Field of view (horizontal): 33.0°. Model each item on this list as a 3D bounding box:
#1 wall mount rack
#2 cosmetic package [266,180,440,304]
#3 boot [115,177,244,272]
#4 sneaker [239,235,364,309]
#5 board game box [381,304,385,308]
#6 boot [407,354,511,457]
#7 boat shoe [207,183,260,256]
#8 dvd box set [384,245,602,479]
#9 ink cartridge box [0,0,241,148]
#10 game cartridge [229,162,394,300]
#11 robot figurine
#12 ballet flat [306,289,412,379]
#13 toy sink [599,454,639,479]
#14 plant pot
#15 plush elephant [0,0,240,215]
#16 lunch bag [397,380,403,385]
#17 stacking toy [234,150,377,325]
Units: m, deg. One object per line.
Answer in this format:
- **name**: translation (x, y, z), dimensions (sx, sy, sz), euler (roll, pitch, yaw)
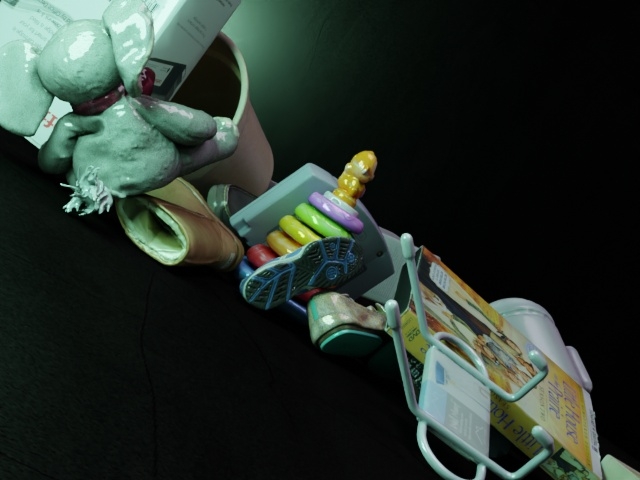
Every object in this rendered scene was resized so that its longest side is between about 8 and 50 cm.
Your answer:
- **wall mount rack**: translation (0.184, 0.165, 1.493), dimensions (0.304, 0.130, 0.350), euler (38, 25, -9)
- **cosmetic package**: translation (0.045, 0.017, 2.403), dimensions (0.385, 0.156, 0.217), euler (24, 4, -36)
- **boot**: translation (-0.235, -0.042, 1.606), dimensions (0.236, 0.089, 0.269), euler (36, 5, 14)
- **sneaker**: translation (-0.031, 0.043, 1.671), dimensions (0.081, 0.211, 0.080), euler (4, -70, 66)
- **board game box**: translation (0.277, 0.267, 2.466), dimensions (0.318, 0.066, 0.318), euler (35, 3, -6)
- **boot**: translation (0.220, 0.279, 1.800), dimensions (0.219, 0.082, 0.106), euler (45, -5, 9)
- **boat shoe**: translation (-0.074, -0.020, 2.001), dimensions (0.355, 0.130, 0.132), euler (35, 45, -51)
- **dvd box set**: translation (0.296, 0.211, 1.823), dimensions (0.420, 0.062, 0.307), euler (42, 21, -5)
- **ink cartridge box**: translation (-0.370, -0.336, 1.784), dimensions (0.285, 0.395, 0.166), euler (37, 1, 19)
- **game cartridge**: translation (0.000, 0.000, 1.917), dimensions (0.297, 0.198, 0.062), euler (49, 7, -39)
- **robot figurine**: translation (0.412, 0.261, 2.223), dimensions (0.300, 0.199, 0.353), euler (8, 40, -20)
- **ballet flat**: translation (0.079, 0.145, 1.764), dimensions (0.316, 0.107, 0.106), euler (32, 26, -55)
- **toy sink**: translation (0.535, 0.465, 1.701), dimensions (0.153, 0.131, 0.234), euler (32, 5, -34)
- **plant pot**: translation (-0.242, -0.194, 2.054), dimensions (0.334, 0.334, 0.305), euler (37, -7, 28)
- **plush elephant**: translation (-0.293, -0.194, 1.475), dimensions (0.330, 0.272, 0.255), euler (-59, 139, -72)
- **lunch bag**: translation (0.240, 0.250, 1.991), dimensions (0.224, 0.108, 0.279), euler (36, 4, 13)
- **stacking toy**: translation (0.004, -0.020, 1.787), dimensions (0.166, 0.302, 0.175), euler (34, 3, -8)
